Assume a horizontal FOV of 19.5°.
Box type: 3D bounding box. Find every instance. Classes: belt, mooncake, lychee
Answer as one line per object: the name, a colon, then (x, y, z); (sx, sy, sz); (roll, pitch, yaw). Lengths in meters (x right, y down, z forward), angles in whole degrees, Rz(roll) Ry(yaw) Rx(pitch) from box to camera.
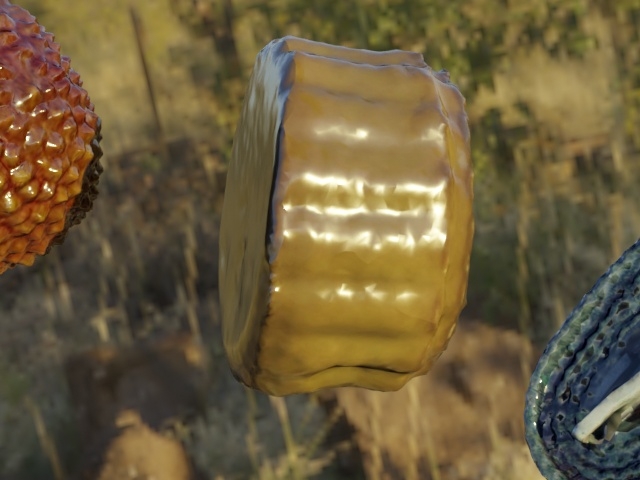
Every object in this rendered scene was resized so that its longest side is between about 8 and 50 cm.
belt: (0.202, 0.045, 0.872); (0.218, 0.122, 0.128); (-48, -33, 10)
mooncake: (0.019, -0.019, 1.663); (0.187, 0.324, 0.324); (5, 9, -12)
lychee: (-0.364, -0.094, 1.834); (0.306, 0.306, 0.330); (-1, 30, 42)
